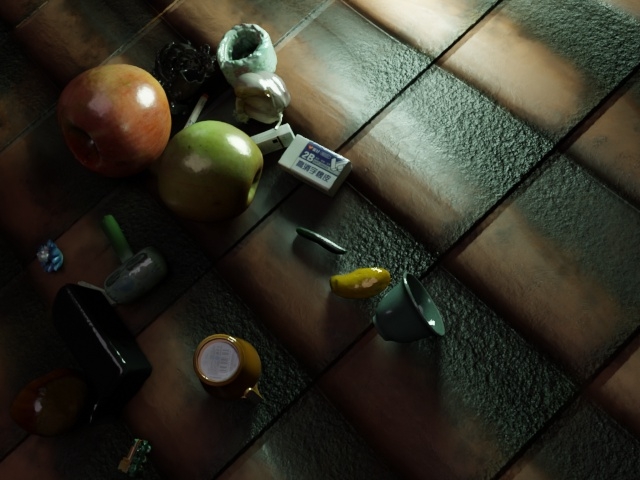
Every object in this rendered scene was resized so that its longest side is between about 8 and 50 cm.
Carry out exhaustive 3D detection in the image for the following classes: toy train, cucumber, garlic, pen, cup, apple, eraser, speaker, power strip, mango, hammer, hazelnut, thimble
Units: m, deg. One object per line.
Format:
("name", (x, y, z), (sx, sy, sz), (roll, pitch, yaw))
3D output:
("toy train", (-0.533, 0.621, 1.569), (0.064, 0.044, 0.103), (13, 73, 28))
("cucumber", (0.000, 0.000, 1.684), (0.184, 0.036, 0.033), (29, 71, 22))
("garlic", (-0.205, -0.436, 1.822), (0.207, 0.207, 0.257), (-10, 64, 9))
("pen", (-0.462, -0.425, 1.950), (0.028, 0.028, 0.239), (18, 74, 18))
("cup", (-0.247, 0.358, 1.494), (0.182, 0.264, 0.226), (-43, 78, -14))
("apple", (-0.328, -0.206, 1.690), (0.277, 0.319, 0.319), (16, 74, 12))
("eraser", (-0.018, -0.243, 1.761), (0.210, 0.068, 0.124), (30, 81, 21))
("speaker", (-0.674, 0.330, 1.621), (0.184, 0.180, 0.388), (-40, 73, -1))
("power strip", (-0.735, 0.175, 1.784), (0.191, 0.030, 0.048), (17, 77, 18))
("apple", (-0.673, -0.405, 1.818), (0.364, 0.364, 0.364), (-4, 69, 11))
("mango", (0.116, 0.126, 1.590), (0.190, 0.075, 0.098), (-9, 50, 16))
("cup", (0.226, 0.207, 1.495), (0.150, 0.199, 0.199), (-33, 65, 19))
("hammer", (-0.640, 0.040, 1.780), (0.206, 0.119, 0.335), (-37, 60, -3))
("hazelnut", (-0.791, 0.482, 1.614), (0.186, 0.210, 0.210), (44, 83, 0))
("thimble", (-0.266, -0.644, 1.924), (0.185, 0.149, 0.211), (39, 82, 21))

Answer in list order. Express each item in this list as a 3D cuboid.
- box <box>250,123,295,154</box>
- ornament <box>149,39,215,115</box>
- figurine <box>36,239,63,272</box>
("box", (-0.165, -0.331, 1.818), (0.154, 0.084, 0.040), (-18, 67, 6))
("ornament", (-0.496, -0.603, 1.930), (0.251, 0.106, 0.260), (44, 112, 22))
("figurine", (-0.912, 0.063, 1.840), (0.114, 0.079, 0.114), (-7, 78, 36))
